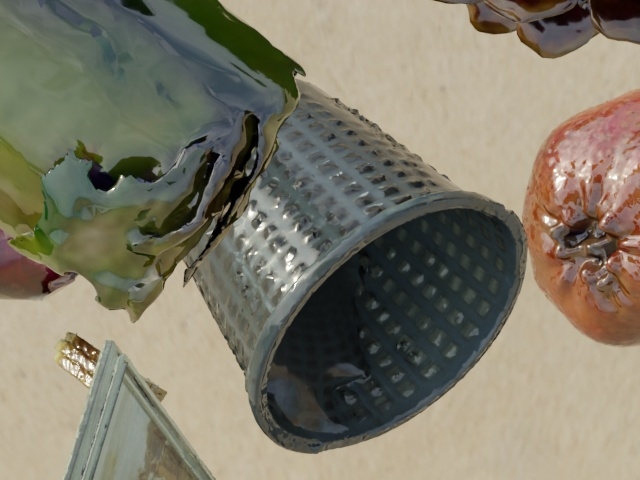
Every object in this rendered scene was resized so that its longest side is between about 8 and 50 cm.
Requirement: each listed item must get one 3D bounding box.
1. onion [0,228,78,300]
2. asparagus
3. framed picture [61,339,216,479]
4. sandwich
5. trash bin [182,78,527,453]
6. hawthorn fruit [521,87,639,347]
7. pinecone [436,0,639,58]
[{"bbox_3d":[-0.287,-0.033,1.622,0.207,0.200,0.201,-1,59,-32],"label":"onion"},{"bbox_3d":[-0.177,-0.128,0.641,0.382,0.108,0.128,39,50,0],"label":"asparagus"},{"bbox_3d":[-0.120,0.232,1.138,0.017,0.217,0.274,-7,49,23],"label":"framed picture"},{"bbox_3d":[-0.197,0.125,1.629,0.105,0.093,0.036,30,85,38],"label":"sandwich"},{"bbox_3d":[0.000,0.000,0.959,0.175,0.175,0.161,-34,53,-8],"label":"trash bin"},{"bbox_3d":[0.272,-0.028,1.357,0.205,0.205,0.253,41,41,22],"label":"hawthorn fruit"},{"bbox_3d":[0.114,-0.220,0.807,0.246,0.292,0.246,-2,77,7],"label":"pinecone"}]
